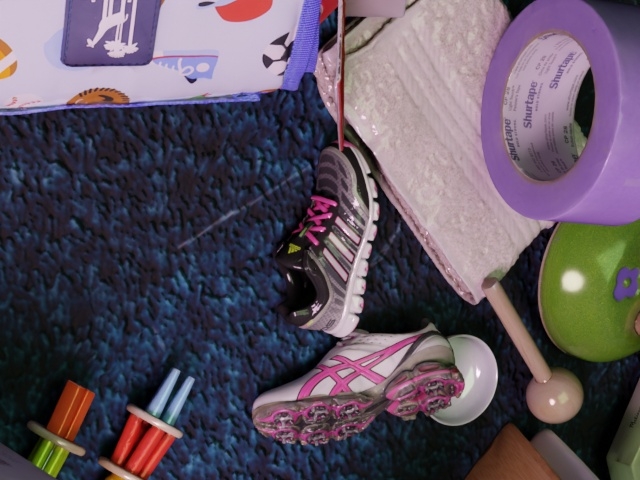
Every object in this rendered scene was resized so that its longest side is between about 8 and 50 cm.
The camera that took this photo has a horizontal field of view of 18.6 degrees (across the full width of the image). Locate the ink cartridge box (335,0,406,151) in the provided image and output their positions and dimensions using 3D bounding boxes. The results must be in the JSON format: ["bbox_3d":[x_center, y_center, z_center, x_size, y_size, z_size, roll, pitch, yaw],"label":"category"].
[{"bbox_3d":[0.041,-0.209,1.496,0.060,0.275,0.239,-1,82,1],"label":"ink cartridge box"}]

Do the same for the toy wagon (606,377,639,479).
[{"bbox_3d":[0.427,0.233,1.919,0.344,0.068,0.267,29,82,-32],"label":"toy wagon"}]

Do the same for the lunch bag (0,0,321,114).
[{"bbox_3d":[-0.165,-0.283,1.402,0.328,0.239,0.385,-4,106,-15],"label":"lunch bag"}]

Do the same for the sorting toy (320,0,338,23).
[{"bbox_3d":[-0.075,-0.252,1.577,0.132,0.046,0.274,-44,116,-16],"label":"sorting toy"}]

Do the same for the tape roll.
[{"bbox_3d":[0.219,-0.108,1.628,0.080,0.189,0.189,3,97,-31],"label":"tape roll"}]

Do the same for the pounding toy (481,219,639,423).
[{"bbox_3d":[0.280,0.053,1.765,0.237,0.110,0.183,-38,126,-22],"label":"pounding toy"}]

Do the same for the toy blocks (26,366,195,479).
[{"bbox_3d":[-0.175,0.156,1.583,0.123,0.054,0.148,32,82,-30],"label":"toy blocks"}]

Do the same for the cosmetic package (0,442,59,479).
[{"bbox_3d":[-0.317,0.338,1.445,0.156,0.217,0.385,14,89,-31],"label":"cosmetic package"}]

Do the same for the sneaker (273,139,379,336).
[{"bbox_3d":[0.000,0.000,1.649,0.075,0.063,0.170,-2,104,-35],"label":"sneaker"}]

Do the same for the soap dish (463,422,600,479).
[{"bbox_3d":[0.236,0.332,1.754,0.118,0.229,0.291,-27,112,-5],"label":"soap dish"}]

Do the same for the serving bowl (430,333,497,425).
[{"bbox_3d":[0.118,0.123,1.756,0.083,0.027,0.083,-5,101,-28],"label":"serving bowl"}]

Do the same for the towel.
[{"bbox_3d":[0.125,-0.104,1.711,0.187,0.049,0.282,-44,116,-15],"label":"towel"}]

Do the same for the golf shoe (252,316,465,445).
[{"bbox_3d":[0.026,0.122,1.691,0.186,0.086,0.067,-13,144,-12],"label":"golf shoe"}]
